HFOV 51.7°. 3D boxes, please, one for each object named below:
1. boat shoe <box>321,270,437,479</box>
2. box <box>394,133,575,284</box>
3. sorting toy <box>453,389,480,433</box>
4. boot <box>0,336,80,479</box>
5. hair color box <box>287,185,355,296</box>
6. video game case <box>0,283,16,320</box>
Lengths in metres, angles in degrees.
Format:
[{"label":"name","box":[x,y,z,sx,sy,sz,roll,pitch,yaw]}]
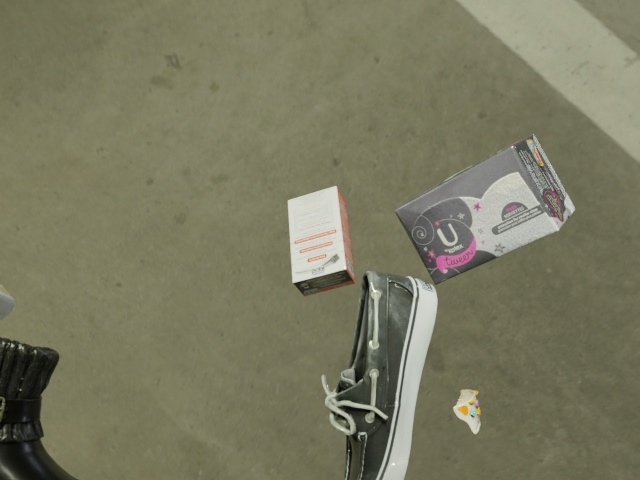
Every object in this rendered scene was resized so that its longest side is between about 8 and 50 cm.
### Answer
[{"label":"boat shoe","box":[0.057,0.190,0.803,0.105,0.113,0.306,13,92,-14]},{"label":"box","box":[0.286,-0.051,1.162,0.142,0.247,0.163,-29,90,-54]},{"label":"sorting toy","box":[0.316,0.360,1.379,0.045,0.083,0.075,-18,96,25]},{"label":"boot","box":[-0.451,0.300,1.040,0.348,0.131,0.260,20,66,-7]},{"label":"hair color box","box":[0.000,0.000,1.094,0.093,0.053,0.167,-15,54,15]},{"label":"video game case","box":[-0.292,-0.053,0.365,0.206,0.227,0.026,40,77,18]}]
